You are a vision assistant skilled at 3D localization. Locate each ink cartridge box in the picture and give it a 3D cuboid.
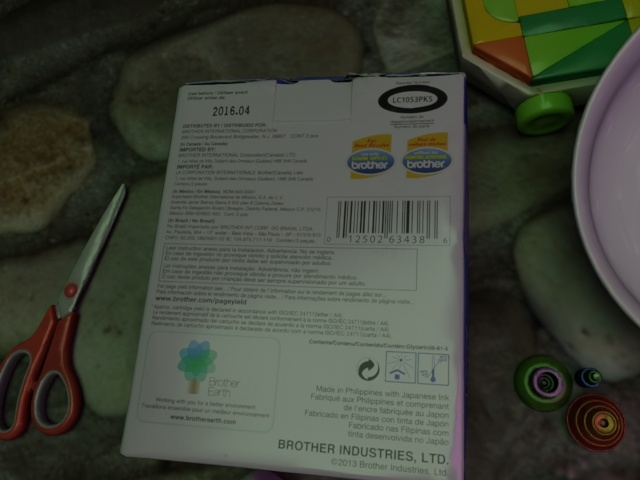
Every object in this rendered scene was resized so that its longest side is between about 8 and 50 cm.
[{"bbox_3d":[0.000,0.000,0.514,0.269,0.151,0.396,1,75,11],"label":"ink cartridge box"}]

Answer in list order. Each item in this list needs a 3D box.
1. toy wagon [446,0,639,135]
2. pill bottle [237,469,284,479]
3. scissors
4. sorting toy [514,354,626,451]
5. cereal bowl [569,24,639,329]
[{"bbox_3d":[0.312,-0.258,0.573,0.343,0.068,0.268,-8,73,9],"label":"toy wagon"},{"bbox_3d":[-0.106,0.320,0.446,0.245,0.136,0.136,-40,70,-2],"label":"pill bottle"},{"bbox_3d":[-0.295,0.072,0.619,0.108,0.021,0.298,3,76,14],"label":"scissors"},{"bbox_3d":[0.225,0.138,0.485,0.102,0.042,0.061,37,83,19],"label":"sorting toy"},{"bbox_3d":[0.381,-0.049,0.436,0.338,0.141,0.340,-2,85,26],"label":"cereal bowl"}]
